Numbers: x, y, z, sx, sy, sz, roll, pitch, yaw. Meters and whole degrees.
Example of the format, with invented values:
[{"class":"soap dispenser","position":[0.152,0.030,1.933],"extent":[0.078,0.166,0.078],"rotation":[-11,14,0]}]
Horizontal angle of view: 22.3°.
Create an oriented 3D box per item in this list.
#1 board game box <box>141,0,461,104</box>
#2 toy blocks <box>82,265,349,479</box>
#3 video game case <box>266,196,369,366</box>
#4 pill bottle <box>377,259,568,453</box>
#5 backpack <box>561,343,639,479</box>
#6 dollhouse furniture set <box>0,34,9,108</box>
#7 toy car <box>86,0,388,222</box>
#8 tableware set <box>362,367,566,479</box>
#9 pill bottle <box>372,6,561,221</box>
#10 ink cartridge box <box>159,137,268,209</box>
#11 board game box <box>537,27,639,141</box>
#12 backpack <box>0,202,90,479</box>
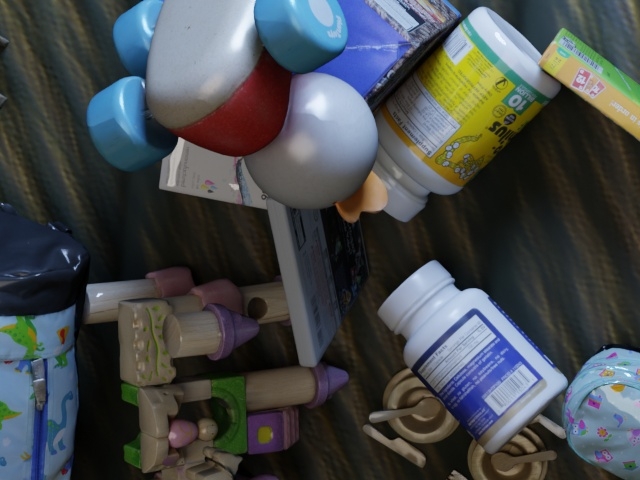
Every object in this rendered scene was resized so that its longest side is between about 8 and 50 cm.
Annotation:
[{"class":"board game box","position":[-0.014,-0.226,1.525],"extent":[0.232,0.291,0.141],"rotation":[43,108,1]},{"class":"toy blocks","position":[-0.071,0.175,1.653],"extent":[0.260,0.309,0.288],"rotation":[-4,95,-30]},{"class":"video game case","position":[0.000,0.000,1.610],"extent":[0.022,0.173,0.190],"rotation":[2,121,22]},{"class":"pill bottle","position":[0.151,0.115,1.656],"extent":[0.112,0.112,0.186],"rotation":[-46,78,17]},{"class":"backpack","position":[0.336,0.182,1.637],"extent":[0.182,0.115,0.152],"rotation":[26,109,8]},{"class":"dollhouse furniture set","position":[-0.408,-0.172,1.690],"extent":[0.144,0.123,0.151],"rotation":[34,93,2]},{"class":"toy car","position":[-0.026,-0.115,1.333],"extent":[0.219,0.210,0.238],"rotation":[-27,125,30]},{"class":"tableware set","position":[0.152,0.207,1.719],"extent":[0.194,0.039,0.128],"rotation":[32,107,3]},{"class":"pill bottle","position":[0.128,-0.120,1.611],"extent":[0.117,0.117,0.208],"rotation":[45,106,0]},{"class":"ink cartridge box","position":[-0.058,-0.095,1.680],"extent":[0.198,0.067,0.115],"rotation":[10,103,9]},{"class":"board game box","position":[0.326,-0.112,1.568],"extent":[0.259,0.124,0.039],"rotation":[35,108,3]},{"class":"backpack","position":[-0.377,0.165,1.713],"extent":[0.290,0.273,0.355],"rotation":[21,127,41]}]
